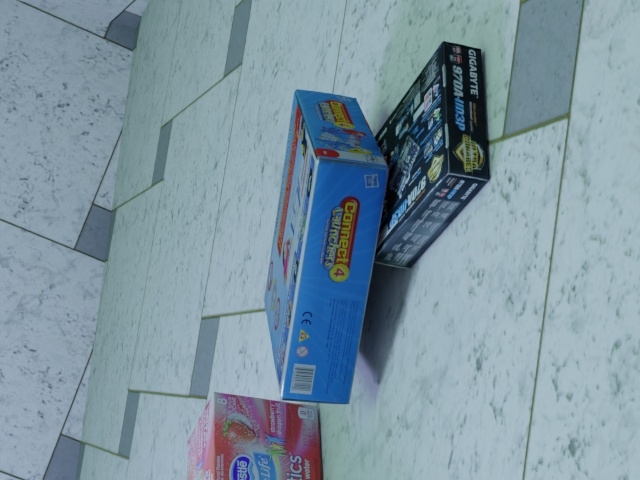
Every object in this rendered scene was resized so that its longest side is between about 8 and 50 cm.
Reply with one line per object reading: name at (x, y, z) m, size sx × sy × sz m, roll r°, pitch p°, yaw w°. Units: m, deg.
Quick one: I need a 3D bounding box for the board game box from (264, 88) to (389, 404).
board game box at (0.000, 0.000, 1.787) m, size 0.302 × 0.086 × 0.308 m, roll -105°, pitch 22°, yaw -68°

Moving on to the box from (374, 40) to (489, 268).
box at (0.120, -0.094, 1.625) m, size 0.220 × 0.051 × 0.175 m, roll 126°, pitch 150°, yaw -55°

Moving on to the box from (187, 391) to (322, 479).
box at (-0.089, 0.365, 1.851) m, size 0.142 × 0.154 × 0.300 m, roll 119°, pitch 155°, yaw -46°
